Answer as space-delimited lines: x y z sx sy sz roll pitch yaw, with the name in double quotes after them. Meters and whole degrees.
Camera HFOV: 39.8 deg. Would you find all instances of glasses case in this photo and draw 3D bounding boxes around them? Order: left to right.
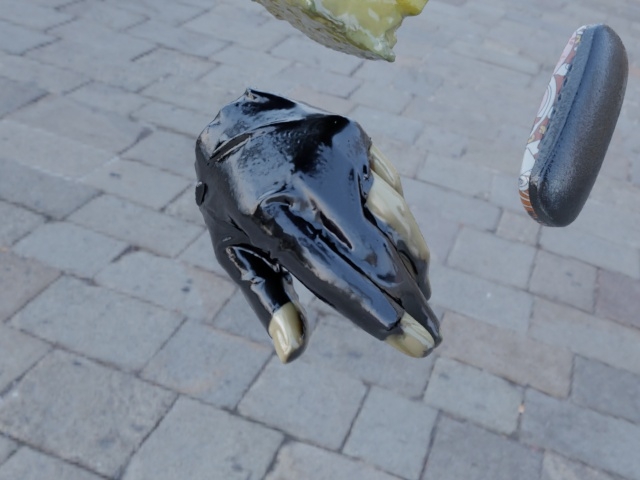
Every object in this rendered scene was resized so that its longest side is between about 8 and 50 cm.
0.312 -0.142 1.083 0.067 0.267 0.103 6 -24 49 "glasses case"

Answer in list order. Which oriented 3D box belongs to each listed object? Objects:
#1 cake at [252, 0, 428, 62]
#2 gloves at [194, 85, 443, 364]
0.023 -0.326 0.730 0.222 0.286 0.227 30 6 -22 "cake"
-0.005 -0.005 0.795 0.301 0.197 0.152 44 0 16 "gloves"
